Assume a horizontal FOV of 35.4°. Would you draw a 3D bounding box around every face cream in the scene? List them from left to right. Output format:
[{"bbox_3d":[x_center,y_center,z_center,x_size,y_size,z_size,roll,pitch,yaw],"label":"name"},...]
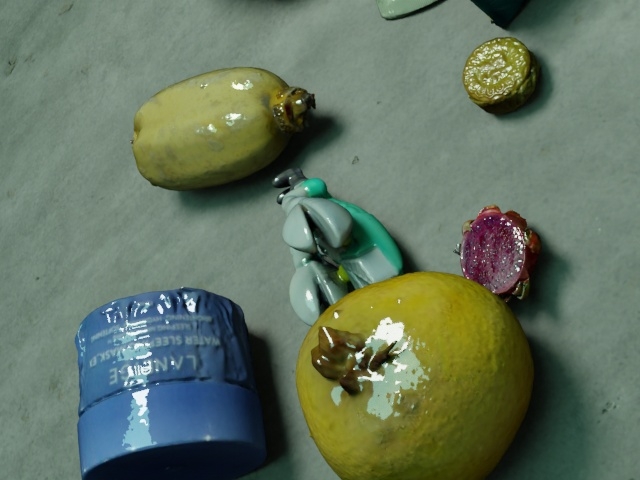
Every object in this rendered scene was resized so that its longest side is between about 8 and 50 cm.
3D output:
[{"bbox_3d":[-0.209,0.208,1.375,0.249,0.249,0.225,-28,59,28],"label":"face cream"}]

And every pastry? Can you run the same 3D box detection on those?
[{"bbox_3d":[0.232,-0.213,1.293,0.097,0.057,0.109,-53,53,10],"label":"pastry"}]

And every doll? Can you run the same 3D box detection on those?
[{"bbox_3d":[0.007,0.017,1.357,0.153,0.194,0.258,-31,22,-13],"label":"doll"}]

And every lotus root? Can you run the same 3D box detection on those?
[{"bbox_3d":[-0.143,-0.171,1.511,0.343,0.151,0.169,-11,66,31],"label":"lotus root"}]

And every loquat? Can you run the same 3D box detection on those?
[{"bbox_3d":[0.098,0.161,1.148,0.275,0.275,0.274,-12,69,34],"label":"loquat"}]

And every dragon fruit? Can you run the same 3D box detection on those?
[{"bbox_3d":[0.226,0.017,1.222,0.126,0.068,0.112,16,93,50],"label":"dragon fruit"}]

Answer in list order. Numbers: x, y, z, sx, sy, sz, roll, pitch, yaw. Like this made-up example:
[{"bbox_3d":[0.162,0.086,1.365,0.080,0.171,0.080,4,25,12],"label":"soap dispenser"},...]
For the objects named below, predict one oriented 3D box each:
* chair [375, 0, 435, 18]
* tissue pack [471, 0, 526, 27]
[{"bbox_3d":[0.105,-0.506,1.442,0.160,0.319,0.186,-20,20,28],"label":"chair"},{"bbox_3d":[0.248,-0.432,1.261,0.271,0.192,0.134,-48,61,14],"label":"tissue pack"}]
